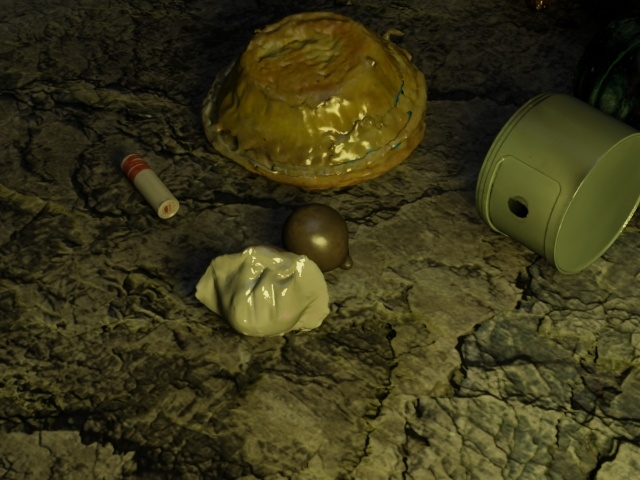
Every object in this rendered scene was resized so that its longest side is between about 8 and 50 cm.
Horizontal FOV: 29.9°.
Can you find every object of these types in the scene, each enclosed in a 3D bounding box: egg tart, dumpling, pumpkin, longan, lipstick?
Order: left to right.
[{"bbox_3d":[-0.266,-0.086,1.865,0.038,0.038,0.131,-24,48,-22],"label":"lipstick"},{"bbox_3d":[-0.078,0.066,1.637,0.188,0.127,0.108,10,37,3],"label":"dumpling"},{"bbox_3d":[-0.008,-0.248,1.951,0.387,0.169,0.388,-3,47,3],"label":"egg tart"},{"bbox_3d":[0.000,0.000,1.737,0.119,0.106,0.106,35,41,-20],"label":"longan"},{"bbox_3d":[0.532,-0.205,1.835,0.315,0.238,0.315,22,27,-12],"label":"pumpkin"}]

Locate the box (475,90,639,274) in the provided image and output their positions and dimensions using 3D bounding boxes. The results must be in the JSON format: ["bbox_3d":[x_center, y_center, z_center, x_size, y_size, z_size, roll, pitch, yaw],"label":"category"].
[{"bbox_3d":[0.349,-0.084,1.718,0.226,0.226,0.149,-34,52,-30],"label":"box"}]

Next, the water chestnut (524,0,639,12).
[{"bbox_3d":[0.467,-0.548,2.177,0.350,0.302,0.350,32,27,-18],"label":"water chestnut"}]
